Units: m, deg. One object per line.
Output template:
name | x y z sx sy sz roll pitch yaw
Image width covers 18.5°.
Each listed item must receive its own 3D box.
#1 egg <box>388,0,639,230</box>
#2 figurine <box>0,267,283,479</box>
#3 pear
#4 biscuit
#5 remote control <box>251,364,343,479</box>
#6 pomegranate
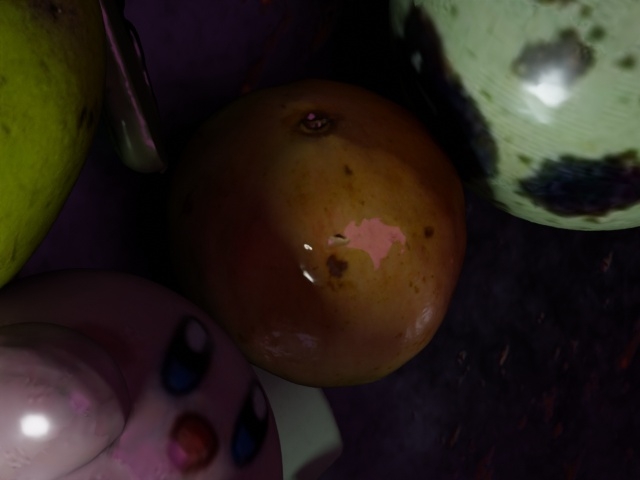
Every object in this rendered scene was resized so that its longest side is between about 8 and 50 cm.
egg | 0.205 -0.175 1.268 0.379 0.287 0.287 -51 120 -21
figurine | -0.142 0.128 1.067 0.270 0.261 0.211 48 32 -15
pear | -0.214 -0.078 1.009 0.212 0.212 0.269 47 53 -29
biscuit | -0.151 -0.189 1.132 0.038 0.099 0.322 -17 108 2
remote control | -0.101 0.173 1.216 0.285 0.038 0.123 -41 115 -28
pomegranate | -0.003 -0.001 1.189 0.191 0.191 0.191 -3 94 -37
